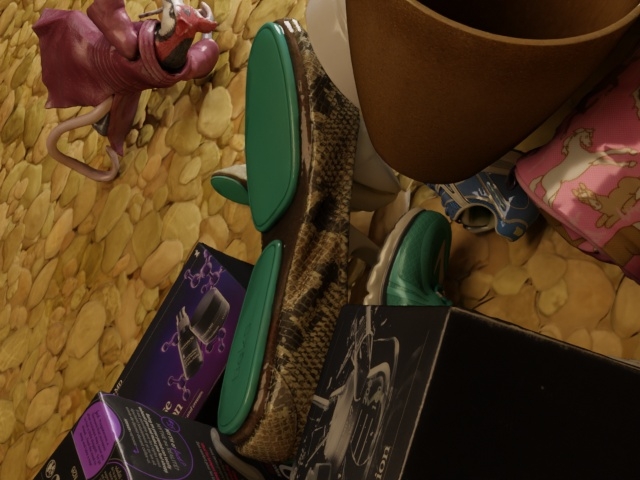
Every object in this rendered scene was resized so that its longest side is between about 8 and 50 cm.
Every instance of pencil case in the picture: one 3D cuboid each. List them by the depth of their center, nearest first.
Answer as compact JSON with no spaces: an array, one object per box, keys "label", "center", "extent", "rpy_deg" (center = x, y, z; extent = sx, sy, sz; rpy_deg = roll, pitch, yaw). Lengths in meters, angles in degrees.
[{"label":"pencil case","center":[0.324,-0.149,0.918],"extent":[0.386,0.160,0.167],"rpy_deg":[-52,56,16]}]

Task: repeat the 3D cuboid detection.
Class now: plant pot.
[{"label":"plant pot","center":[0.116,-0.165,0.939],"extent":[0.254,0.237,0.237],"rpy_deg":[107,163,-56]}]

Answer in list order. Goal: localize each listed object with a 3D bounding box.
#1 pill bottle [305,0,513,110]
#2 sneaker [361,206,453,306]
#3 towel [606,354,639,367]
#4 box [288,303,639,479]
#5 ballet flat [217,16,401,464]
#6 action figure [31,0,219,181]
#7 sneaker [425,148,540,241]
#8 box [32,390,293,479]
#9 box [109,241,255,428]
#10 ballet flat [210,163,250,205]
[{"label":"pill bottle","center":[0.185,-0.286,1.100],"extent":[0.408,0.229,0.229],"rpy_deg":[-34,46,33]},{"label":"sneaker","center":[0.106,0.103,1.101],"extent":[0.110,0.107,0.275],"rpy_deg":[-4,74,35]},{"label":"towel","center":[0.215,0.158,0.834],"extent":[0.113,0.023,0.152],"rpy_deg":[164,125,-81]},{"label":"box","center":[0.079,0.234,0.864],"extent":[0.312,0.179,0.343],"rpy_deg":[162,127,-78]},{"label":"ballet flat","center":[0.000,0.000,1.203],"extent":[0.164,0.182,0.482],"rpy_deg":[139,138,-58]},{"label":"action figure","center":[-0.286,-0.257,1.637],"extent":[0.370,0.248,0.275],"rpy_deg":[-3,68,52]},{"label":"sneaker","center":[0.140,-0.058,1.148],"extent":[0.211,0.080,0.081],"rpy_deg":[21,83,54]},{"label":"box","center":[-0.126,0.279,1.114],"extent":[0.143,0.270,0.165],"rpy_deg":[-53,38,16]},{"label":"box","center":[-0.137,0.161,1.341],"extent":[0.261,0.103,0.184],"rpy_deg":[-59,35,7]},{"label":"ballet flat","center":[-0.074,-0.072,1.449],"extent":[0.052,0.057,0.168],"rpy_deg":[-46,35,-23]}]
